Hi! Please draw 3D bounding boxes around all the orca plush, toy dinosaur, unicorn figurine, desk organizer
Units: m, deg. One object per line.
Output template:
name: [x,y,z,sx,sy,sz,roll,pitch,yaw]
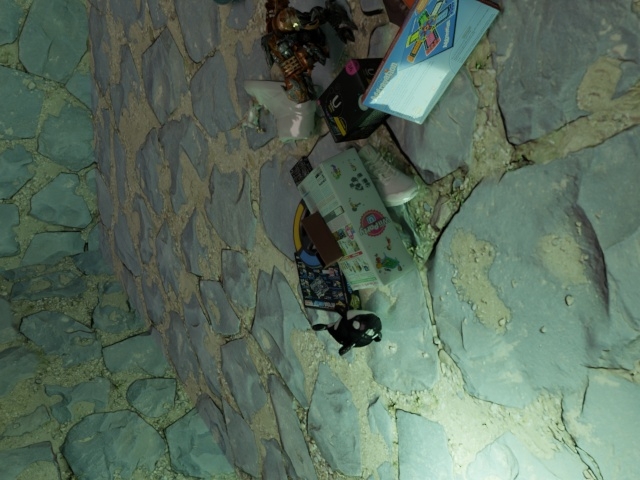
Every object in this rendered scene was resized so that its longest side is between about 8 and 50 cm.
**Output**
orca plush: [0.058,0.254,1.483,0.151,0.102,0.287,48,152,-24]
toy dinosaur: [-0.049,-0.486,1.283,0.164,0.218,0.322,19,118,50]
unicorn figurine: [-0.212,-0.377,1.700,0.111,0.060,0.162,46,120,34]
desk organizer: [0.000,0.000,1.335,0.130,0.050,0.047,59,164,8]

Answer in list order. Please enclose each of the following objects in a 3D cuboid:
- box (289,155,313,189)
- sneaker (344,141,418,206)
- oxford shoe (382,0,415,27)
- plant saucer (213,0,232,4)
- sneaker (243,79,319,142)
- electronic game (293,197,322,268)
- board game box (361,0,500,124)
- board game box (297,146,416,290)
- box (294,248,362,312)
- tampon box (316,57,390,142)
box: [-0.052,-0.191,1.579,0.083,0.018,0.067,-41,70,52]
sneaker: [0.124,-0.159,1.259,0.232,0.090,0.115,31,153,42]
oxford shoe: [0.147,-0.501,1.119,0.272,0.096,0.098,58,148,21]
plant saucer: [-0.276,-0.855,1.601,0.317,0.043,0.318,25,122,48]
sneaker: [-0.121,-0.358,1.531,0.292,0.108,0.169,25,120,46]
electronic game: [-0.007,-0.038,1.507,0.229,0.048,0.230,-12,75,53]
board game box: [0.202,-0.353,1.066,0.281,0.144,0.027,123,155,-47]
board game box: [0.077,-0.039,1.302,0.304,0.097,0.224,63,164,0]
box: [0.017,0.113,1.578,0.220,0.051,0.175,-2,101,54]
tampon box: [0.088,-0.318,1.263,0.161,0.101,0.121,-39,71,53]
